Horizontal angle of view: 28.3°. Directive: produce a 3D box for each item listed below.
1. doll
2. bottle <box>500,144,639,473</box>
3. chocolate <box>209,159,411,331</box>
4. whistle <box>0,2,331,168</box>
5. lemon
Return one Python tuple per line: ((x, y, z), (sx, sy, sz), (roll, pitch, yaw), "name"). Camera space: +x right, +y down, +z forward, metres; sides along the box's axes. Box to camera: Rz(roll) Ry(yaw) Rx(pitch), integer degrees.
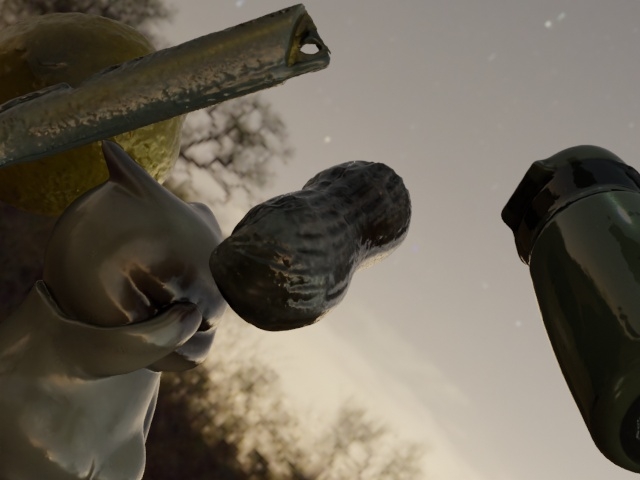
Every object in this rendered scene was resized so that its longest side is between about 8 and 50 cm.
((-0.229, 0.113, 1.279), (0.215, 0.370, 0.226), (33, 5, -45), "doll")
((0.275, 0.042, 1.158), (0.168, 0.168, 0.347), (55, 12, -36), "bottle")
((0.000, 0.000, 1.057), (0.110, 0.248, 0.110), (15, -60, 26), "chocolate")
((-0.148, -0.128, 1.102), (0.057, 0.326, 0.068), (93, -25, -62), "whistle")
((-0.310, -0.148, 1.539), (0.253, 0.310, 0.253), (175, -90, -82), "lemon")
